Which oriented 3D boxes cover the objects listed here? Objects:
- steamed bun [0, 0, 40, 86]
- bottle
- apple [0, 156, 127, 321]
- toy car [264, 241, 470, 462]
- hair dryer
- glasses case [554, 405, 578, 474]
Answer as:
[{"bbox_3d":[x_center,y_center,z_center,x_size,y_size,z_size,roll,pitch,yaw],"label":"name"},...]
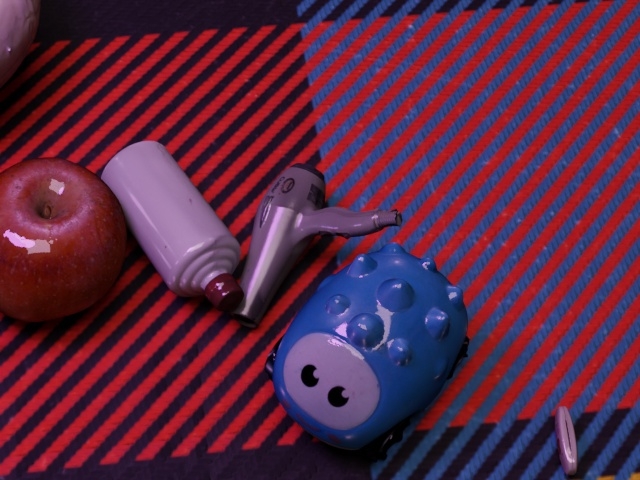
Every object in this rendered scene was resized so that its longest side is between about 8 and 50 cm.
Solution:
[{"bbox_3d":[-0.526,-0.294,1.732,0.312,0.233,0.334,-35,75,-23],"label":"steamed bun"},{"bbox_3d":[-0.174,-0.010,1.639,0.104,0.104,0.245,-28,59,-18],"label":"bottle"},{"bbox_3d":[-0.335,0.005,1.607,0.201,0.162,0.201,7,51,-9],"label":"apple"},{"bbox_3d":[0.062,0.115,1.538,0.188,0.190,0.255,38,66,17],"label":"toy car"},{"bbox_3d":[-0.025,0.021,1.626,0.219,0.088,0.225,-55,40,-5],"label":"hair dryer"},{"bbox_3d":[0.291,0.237,1.565,0.021,0.032,0.083,-3,59,-1],"label":"glasses case"}]
